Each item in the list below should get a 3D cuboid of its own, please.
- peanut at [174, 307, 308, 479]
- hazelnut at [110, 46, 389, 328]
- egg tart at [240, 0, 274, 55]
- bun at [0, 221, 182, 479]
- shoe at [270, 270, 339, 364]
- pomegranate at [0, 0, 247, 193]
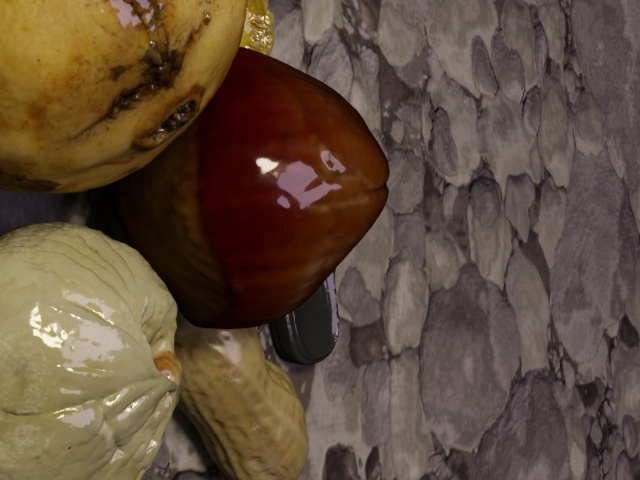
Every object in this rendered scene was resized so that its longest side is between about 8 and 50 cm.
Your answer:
[{"bbox_3d":[-0.072,0.128,1.169,0.098,0.090,0.214,-50,131,-28],"label":"peanut"},{"bbox_3d":[-0.055,-0.052,1.073,0.229,0.229,0.230,4,86,-57],"label":"hazelnut"},{"bbox_3d":[-0.081,-0.191,1.215,0.105,0.039,0.105,4,85,-57],"label":"egg tart"},{"bbox_3d":[-0.166,0.092,0.973,0.220,0.134,0.220,-4,90,-70],"label":"bun"},{"bbox_3d":[0.000,0.000,1.289,0.108,0.093,0.241,-24,111,-54],"label":"shoe"},{"bbox_3d":[-0.171,-0.157,0.897,0.260,0.260,0.260,4,86,-57],"label":"pomegranate"}]
